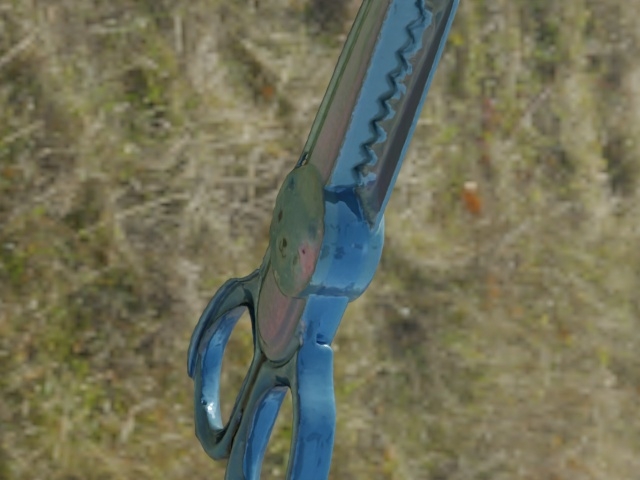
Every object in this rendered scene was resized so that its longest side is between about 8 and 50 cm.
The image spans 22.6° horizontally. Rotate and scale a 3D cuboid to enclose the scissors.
[{"bbox_3d":[0.000,0.000,0.634,0.030,0.125,0.256,7,120,-26],"label":"scissors"}]
